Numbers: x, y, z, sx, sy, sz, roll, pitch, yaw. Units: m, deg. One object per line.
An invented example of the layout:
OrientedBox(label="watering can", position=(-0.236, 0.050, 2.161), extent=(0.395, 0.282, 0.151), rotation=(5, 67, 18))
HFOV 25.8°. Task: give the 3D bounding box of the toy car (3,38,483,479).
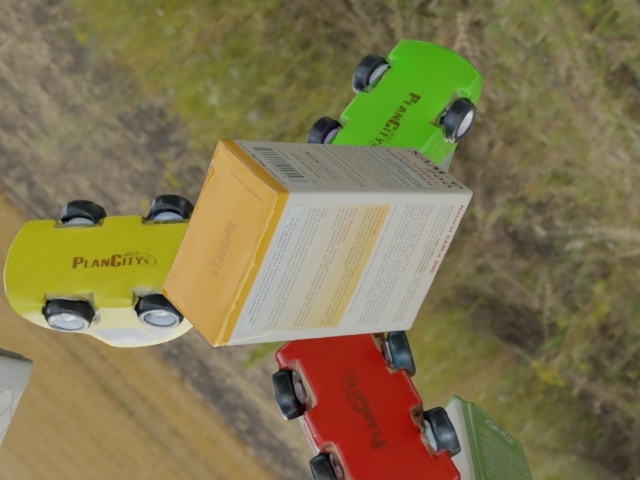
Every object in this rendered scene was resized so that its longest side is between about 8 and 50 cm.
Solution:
OrientedBox(label="toy car", position=(0.003, 0.001, 0.650), extent=(0.239, 0.225, 0.053), rotation=(28, 156, 22))

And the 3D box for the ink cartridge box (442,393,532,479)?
OrientedBox(label="ink cartridge box", position=(0.035, 0.186, 0.673), extent=(0.056, 0.171, 0.235), rotation=(38, -168, -8))

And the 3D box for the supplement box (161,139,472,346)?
OrientedBox(label="supplement box", position=(0.000, 0.000, 0.491), extent=(0.098, 0.062, 0.036), rotation=(-1, -147, -44))

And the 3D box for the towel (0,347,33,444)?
OrientedBox(label="towel", position=(-0.289, 0.174, 0.693), extent=(0.053, 0.316, 0.332), rotation=(13, 171, 25))
